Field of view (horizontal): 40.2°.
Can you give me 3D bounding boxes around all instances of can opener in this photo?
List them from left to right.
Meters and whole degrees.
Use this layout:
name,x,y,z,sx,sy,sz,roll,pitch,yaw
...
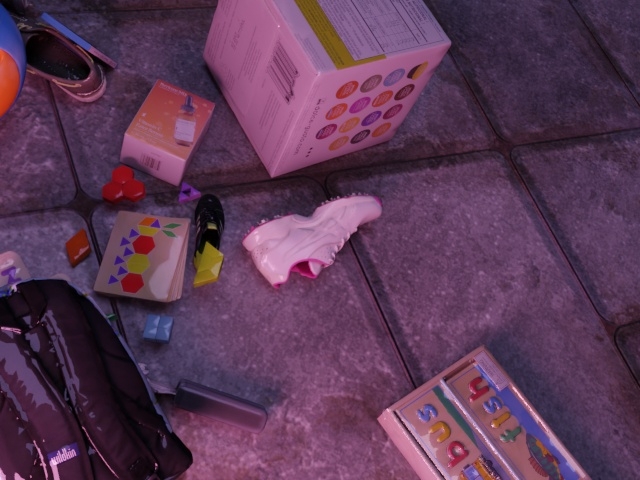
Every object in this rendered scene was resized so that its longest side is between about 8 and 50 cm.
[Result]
name,x,y,z,sx,sy,sz,roll,pitch,yaw
can opener,-0.230,0.277,1.478,0.281,0.074,0.093,16,88,-8

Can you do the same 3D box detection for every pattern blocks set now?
name,x,y,z,sx,sy,sz,roll,pitch,yaw
pattern blocks set,-0.318,0.026,1.587,0.286,0.026,0.324,16,62,8

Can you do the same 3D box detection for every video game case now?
name,x,y,z,sx,sy,sz,roll,pitch,yaw
video game case,-0.488,-0.405,1.783,0.119,0.166,0.015,35,92,5

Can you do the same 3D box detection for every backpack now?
name,x,y,z,sx,sy,sz,roll,pitch,yaw
backpack,-0.401,0.232,1.293,0.290,0.273,0.355,-28,101,-28

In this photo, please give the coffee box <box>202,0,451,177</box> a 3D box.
name,x,y,z,sx,sy,sz,roll,pitch,yaw
coffee box,0.001,-0.396,1.824,0.335,0.337,0.338,-20,69,-29

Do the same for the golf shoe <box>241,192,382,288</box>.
name,x,y,z,sx,sy,sz,roll,pitch,yaw
golf shoe,0.000,0.000,1.726,0.306,0.115,0.140,-19,77,-23

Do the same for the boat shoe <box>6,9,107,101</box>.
name,x,y,z,sx,sy,sz,roll,pitch,yaw
boat shoe,-0.570,-0.388,1.753,0.305,0.091,0.109,30,79,1

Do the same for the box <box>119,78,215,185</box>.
name,x,y,z,sx,sy,sz,roll,pitch,yaw
box,-0.306,-0.217,1.754,0.130,0.091,0.170,23,53,-5

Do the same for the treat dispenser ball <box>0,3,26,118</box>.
name,x,y,z,sx,sy,sz,roll,pitch,yaw
treat dispenser ball,-0.677,-0.326,1.562,0.288,0.288,0.288,10,55,-14

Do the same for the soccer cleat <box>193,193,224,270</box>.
name,x,y,z,sx,sy,sz,roll,pitch,yaw
soccer cleat,-0.210,-0.023,1.671,0.060,0.072,0.178,10,55,-14

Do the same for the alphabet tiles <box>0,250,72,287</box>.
name,x,y,z,sx,sy,sz,roll,pitch,yaw
alphabet tiles,-0.504,0.172,1.401,0.284,0.021,0.277,-30,97,-34

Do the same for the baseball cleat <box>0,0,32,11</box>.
name,x,y,z,sx,sy,sz,roll,pitch,yaw
baseball cleat,-0.651,-0.501,1.788,0.110,0.072,0.206,-10,18,-16

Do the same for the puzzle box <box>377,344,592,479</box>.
name,x,y,z,sx,sy,sz,roll,pitch,yaw
puzzle box,0.326,0.415,1.595,0.272,0.052,0.409,-28,71,-32
